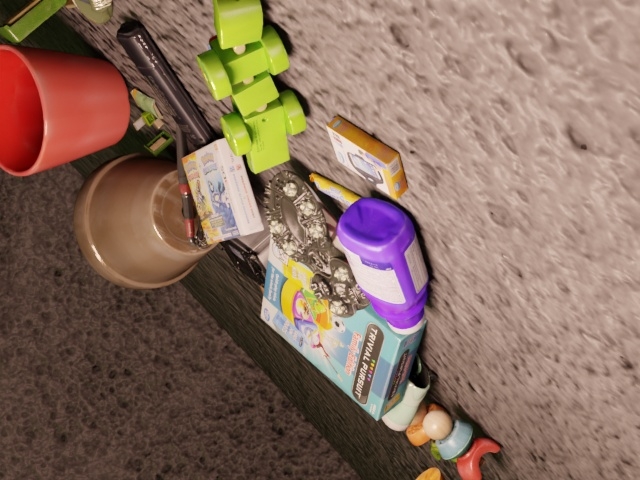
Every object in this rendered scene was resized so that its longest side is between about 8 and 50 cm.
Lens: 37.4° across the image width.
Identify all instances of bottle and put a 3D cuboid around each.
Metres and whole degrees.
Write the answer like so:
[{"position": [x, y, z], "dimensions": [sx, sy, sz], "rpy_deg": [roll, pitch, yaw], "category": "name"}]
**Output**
[{"position": [0.110, 0.051, 1.485], "dimensions": [0.118, 0.092, 0.283], "rpy_deg": [26, 156, 32], "category": "bottle"}]

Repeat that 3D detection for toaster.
[{"position": [-0.127, 0.016, 1.998], "dimensions": [0.186, 0.110, 0.168], "rpy_deg": [33, 160, 41], "category": "toaster"}]

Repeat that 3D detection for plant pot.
[{"position": [-0.563, -0.285, 2.026], "dimensions": [0.275, 0.243, 0.275], "rpy_deg": [11, 107, 40], "category": "plant pot"}, {"position": [-0.352, -0.055, 2.116], "dimensions": [0.323, 0.323, 0.280], "rpy_deg": [52, 151, -18], "category": "plant pot"}]

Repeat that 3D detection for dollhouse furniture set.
[{"position": [-0.382, -0.259, 2.079], "dimensions": [0.076, 0.058, 0.151], "rpy_deg": [36, 162, 32], "category": "dollhouse furniture set"}, {"position": [-0.569, -0.500, 1.790], "dimensions": [0.197, 0.151, 0.301], "rpy_deg": [54, 163, -26], "category": "dollhouse furniture set"}]

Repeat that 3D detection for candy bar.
[{"position": [0.038, -0.070, 1.518], "dimensions": [0.161, 0.018, 0.040], "rpy_deg": [31, 158, 42], "category": "candy bar"}]

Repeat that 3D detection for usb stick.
[{"position": [-0.289, -0.291, 1.782], "dimensions": [0.077, 0.045, 0.278], "rpy_deg": [18, 148, 48], "category": "usb stick"}]

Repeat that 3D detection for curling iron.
[{"position": [-0.266, -0.113, 1.950], "dimensions": [0.035, 0.068, 0.274], "rpy_deg": [-20, 82, 52], "category": "curling iron"}]

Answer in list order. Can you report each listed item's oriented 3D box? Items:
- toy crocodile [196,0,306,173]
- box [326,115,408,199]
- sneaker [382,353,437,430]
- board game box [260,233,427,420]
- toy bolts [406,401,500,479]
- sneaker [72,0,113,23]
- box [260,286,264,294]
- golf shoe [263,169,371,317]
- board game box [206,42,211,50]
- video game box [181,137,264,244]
[{"position": [-0.101, -0.218, 1.339], "dimensions": [0.105, 0.115, 0.340], "rpy_deg": [60, 172, 32], "category": "toy crocodile"}, {"position": [0.059, -0.119, 1.319], "dimensions": [0.136, 0.028, 0.081], "rpy_deg": [34, 161, 32], "category": "box"}, {"position": [0.148, 0.245, 1.949], "dimensions": [0.256, 0.094, 0.151], "rpy_deg": [60, 136, 37], "category": "sneaker"}, {"position": [0.032, 0.151, 1.822], "dimensions": [0.336, 0.079, 0.253], "rpy_deg": [39, 142, 26], "category": "board game box"}, {"position": [0.227, 0.429, 1.944], "dimensions": [0.158, 0.218, 0.228], "rpy_deg": [42, 155, -11], "category": "toy bolts"}, {"position": [-0.397, -0.439, 1.649], "dimensions": [0.086, 0.064, 0.192], "rpy_deg": [43, 162, 30], "category": "sneaker"}, {"position": [-0.046, 0.128, 2.104], "dimensions": [0.170, 0.091, 0.130], "rpy_deg": [40, 163, 24], "category": "box"}, {"position": [0.000, 0.000, 1.607], "dimensions": [0.273, 0.105, 0.120], "rpy_deg": [59, -153, -5], "category": "golf shoe"}, {"position": [-0.131, -0.262, 1.475], "dimensions": [0.090, 0.020, 0.090], "rpy_deg": [37, 162, 35], "category": "board game box"}, {"position": [-0.193, -0.094, 1.838], "dimensions": [0.205, 0.048, 0.187], "rpy_deg": [-13, 93, 62], "category": "video game box"}]
